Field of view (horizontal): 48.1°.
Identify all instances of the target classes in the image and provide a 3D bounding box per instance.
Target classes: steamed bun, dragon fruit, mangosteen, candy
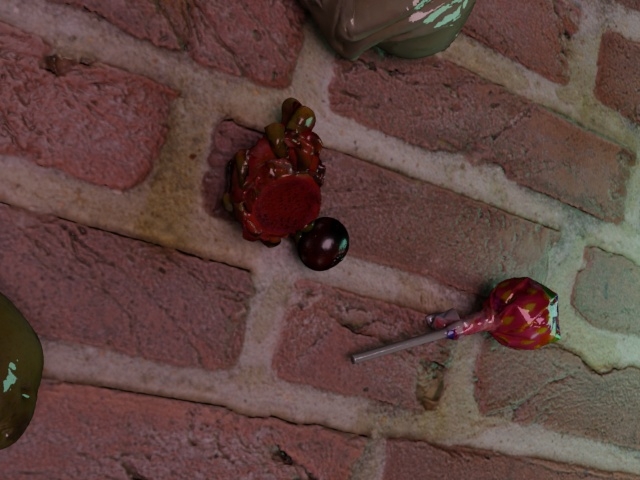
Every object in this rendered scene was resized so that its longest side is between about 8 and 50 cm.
[{"bbox_3d":[0.113,-0.422,0.986,0.309,0.219,0.324,-13,98,-26],"label":"steamed bun"},{"bbox_3d":[-0.053,-0.096,0.965,0.133,0.150,0.208,30,69,-54],"label":"dragon fruit"},{"bbox_3d":[0.002,0.002,1.020,0.081,0.081,0.081,-1,91,-27],"label":"mangosteen"},{"bbox_3d":[0.215,0.143,1.123,0.365,0.124,0.124,-13,97,-20],"label":"candy"}]

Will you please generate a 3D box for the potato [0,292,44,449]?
[{"bbox_3d":[-0.451,0.112,0.708,0.218,0.202,0.351,-43,122,13],"label":"potato"}]
